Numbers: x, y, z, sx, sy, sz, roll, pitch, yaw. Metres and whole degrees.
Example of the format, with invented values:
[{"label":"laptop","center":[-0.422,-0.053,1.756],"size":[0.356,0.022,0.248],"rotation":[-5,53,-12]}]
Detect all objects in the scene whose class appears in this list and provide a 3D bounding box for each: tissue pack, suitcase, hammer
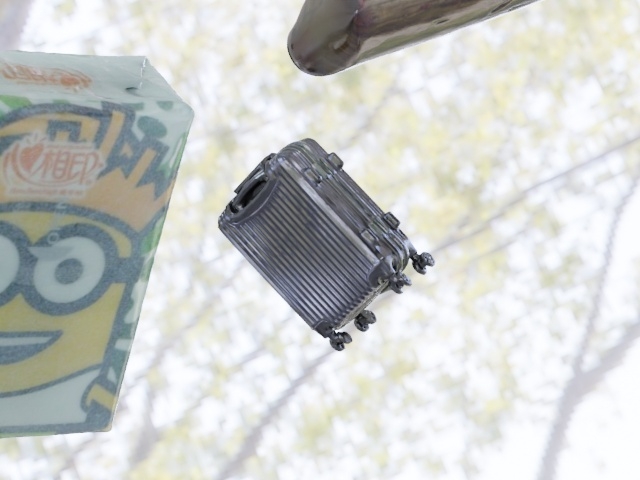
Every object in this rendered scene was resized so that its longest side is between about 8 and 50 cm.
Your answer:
[{"label":"tissue pack","center":[-0.251,0.004,1.512],"size":[0.228,0.128,0.311],"rotation":[0,-59,-33]},{"label":"suitcase","center":[0.000,0.000,1.253],"size":[0.086,0.126,0.059],"rotation":[-45,-5,28]},{"label":"hammer","center":[0.164,-0.177,1.103],"size":[0.408,0.095,0.242],"rotation":[-17,-13,-27]}]
